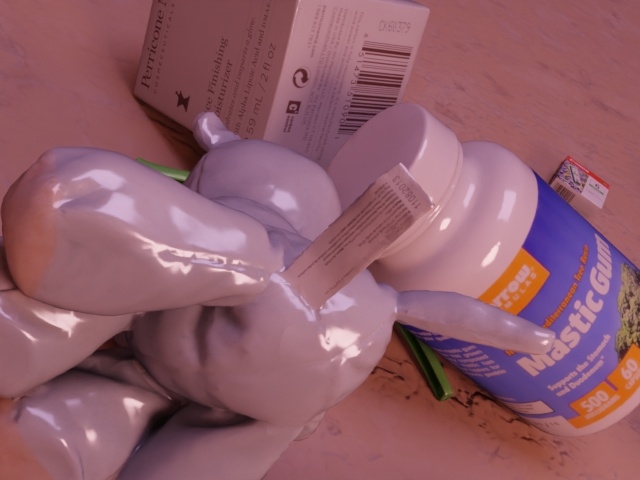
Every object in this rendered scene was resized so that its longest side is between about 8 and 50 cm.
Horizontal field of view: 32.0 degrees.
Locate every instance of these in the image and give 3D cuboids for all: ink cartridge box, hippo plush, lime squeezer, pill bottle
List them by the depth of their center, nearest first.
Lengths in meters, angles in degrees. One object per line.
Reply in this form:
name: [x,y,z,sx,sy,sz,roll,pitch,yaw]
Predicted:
hippo plush: [-0.072,0.005,0.645,0.234,0.294,0.237,46,18,-24]
pill bottle: [0.129,0.022,0.840,0.272,0.152,0.152,38,27,-27]
lime squeezer: [0.000,0.000,0.905,0.310,0.059,0.110,36,31,2]
ink cartridge box: [0.302,-0.066,1.297,0.062,0.029,0.115,36,32,4]

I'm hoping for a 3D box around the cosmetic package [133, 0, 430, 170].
cosmetic package: [-0.037,-0.160,0.949,0.151,0.151,0.183,-3,25,-44]
